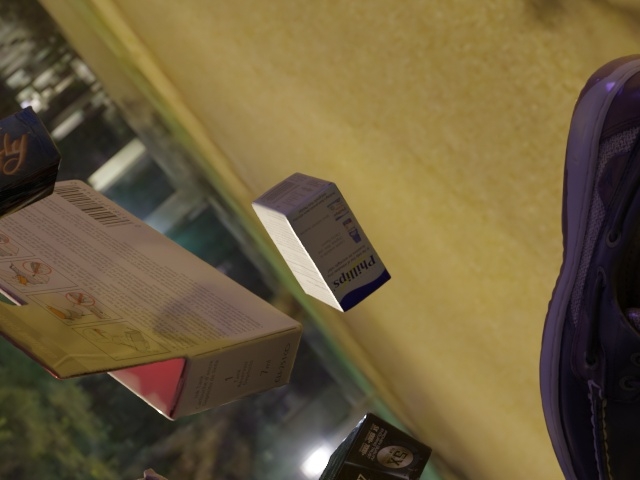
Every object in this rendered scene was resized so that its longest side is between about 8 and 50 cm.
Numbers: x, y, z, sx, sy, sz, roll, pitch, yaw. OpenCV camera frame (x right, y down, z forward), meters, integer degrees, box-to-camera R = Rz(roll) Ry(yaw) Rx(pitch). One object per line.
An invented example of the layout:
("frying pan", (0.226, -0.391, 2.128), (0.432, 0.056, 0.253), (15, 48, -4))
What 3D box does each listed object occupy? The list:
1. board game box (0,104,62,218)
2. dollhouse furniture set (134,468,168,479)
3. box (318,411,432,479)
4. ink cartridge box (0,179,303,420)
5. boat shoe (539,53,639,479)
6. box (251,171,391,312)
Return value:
("board game box", (-0.296, -0.007, 0.972), (0.042, 0.243, 0.165), (62, 166, -1))
("dollhouse furniture set", (-0.188, 0.297, 1.666), (0.355, 0.303, 0.173), (34, 136, 44))
("box", (0.024, 0.285, 1.441), (0.077, 0.180, 0.147), (31, 148, -1))
("ink cartridge box", (-0.206, 0.046, 1.163), (0.296, 0.066, 0.261), (31, -155, 33))
("boat shoe", (0.189, 0.042, 0.806), (0.092, 0.103, 0.285), (-140, 49, -70))
("box", (0.000, 0.000, 1.654), (0.137, 0.072, 0.126), (59, 167, -18))
